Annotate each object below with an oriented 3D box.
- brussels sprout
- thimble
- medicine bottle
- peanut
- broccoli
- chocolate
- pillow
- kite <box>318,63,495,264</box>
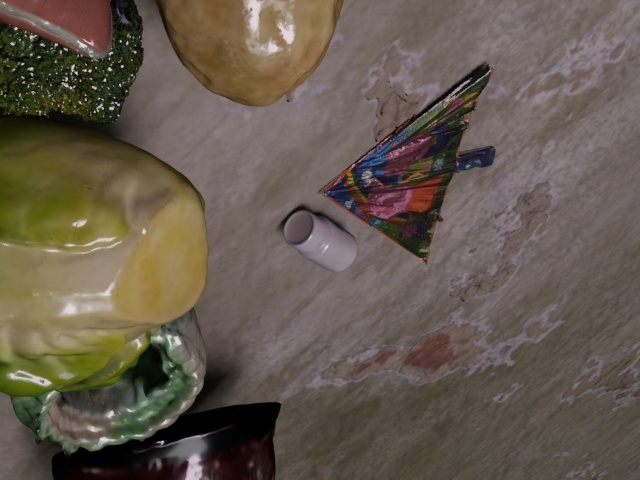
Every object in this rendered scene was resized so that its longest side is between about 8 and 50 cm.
[{"bbox_3d":[-0.237,0.016,0.913,0.294,0.227,0.259,1,175,30],"label":"brussels sprout"},{"bbox_3d":[-0.224,0.112,1.139,0.219,0.150,0.219,-18,142,-15],"label":"thimble"},{"bbox_3d":[0.000,0.000,1.244,0.052,0.052,0.089,-42,142,15],"label":"medicine bottle"},{"bbox_3d":[-0.031,-0.269,0.791,0.169,0.192,0.387,-25,145,-35],"label":"peanut"},{"bbox_3d":[-0.212,-0.164,0.849,0.138,0.145,0.162,-12,168,28],"label":"broccoli"},{"bbox_3d":[-0.166,0.310,1.287,0.284,0.186,0.283,-15,178,-1],"label":"chocolate"},{"bbox_3d":[-0.213,-0.222,0.740,0.075,0.171,0.179,-24,154,35],"label":"pillow"},{"bbox_3d":[0.104,-0.069,1.268,0.234,0.016,0.321,-13,140,-23],"label":"kite"}]
